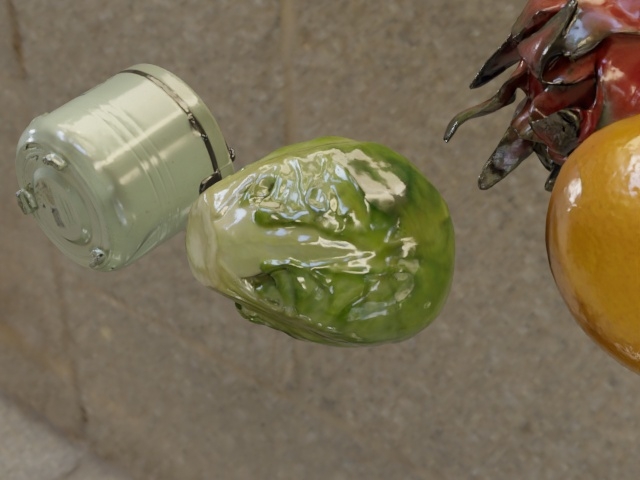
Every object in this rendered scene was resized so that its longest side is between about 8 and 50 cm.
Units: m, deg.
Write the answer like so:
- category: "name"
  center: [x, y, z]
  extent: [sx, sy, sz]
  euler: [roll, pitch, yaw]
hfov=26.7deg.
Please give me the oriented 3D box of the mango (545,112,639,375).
- category: "mango"
  center: [0.212, 0.016, 0.672]
  extent: [0.219, 0.112, 0.145]
  euler: [34, 104, 30]

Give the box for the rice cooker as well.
- category: "rice cooker"
  center: [-0.239, -0.093, 1.675]
  extent: [0.226, 0.244, 0.226]
  euler: [33, 145, 27]

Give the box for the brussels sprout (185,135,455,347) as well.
- category: "brussels sprout"
  center: [0.000, 0.000, 1.396]
  extent: [0.210, 0.271, 0.219]
  euler: [156, 116, -77]

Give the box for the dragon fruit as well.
- category: "dragon fruit"
  center: [0.220, -0.127, 0.984]
  extent: [0.274, 0.193, 0.192]
  euler: [-55, 31, 21]
